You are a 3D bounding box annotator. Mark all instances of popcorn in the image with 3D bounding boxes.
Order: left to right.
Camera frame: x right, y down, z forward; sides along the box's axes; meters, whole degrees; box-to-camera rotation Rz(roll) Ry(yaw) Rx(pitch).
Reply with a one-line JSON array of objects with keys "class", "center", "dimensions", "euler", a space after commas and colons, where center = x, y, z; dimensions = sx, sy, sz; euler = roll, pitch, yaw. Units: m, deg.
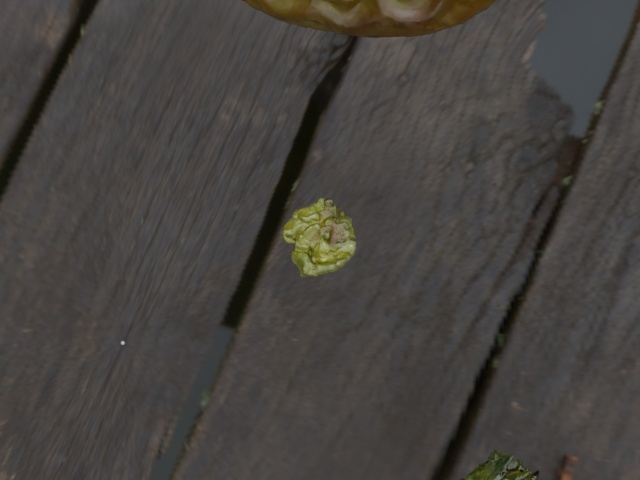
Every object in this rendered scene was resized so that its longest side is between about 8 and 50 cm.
[{"class": "popcorn", "center": [0.003, 0.001, 1.304], "dimensions": [0.059, 0.083, 0.068], "euler": [-21, 127, 24]}]

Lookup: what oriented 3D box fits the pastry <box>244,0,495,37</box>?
[{"class": "pastry", "center": [0.023, -0.228, 0.706], "dimensions": [0.240, 0.132, 0.235], "euler": [24, 122, 10]}]

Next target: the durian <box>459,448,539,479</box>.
[{"class": "durian", "center": [0.132, 0.303, 0.826], "dimensions": [0.163, 0.198, 0.394], "euler": [23, 48, -39]}]
